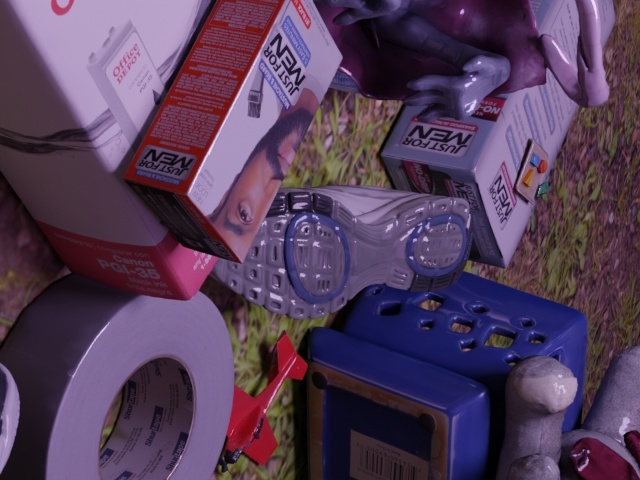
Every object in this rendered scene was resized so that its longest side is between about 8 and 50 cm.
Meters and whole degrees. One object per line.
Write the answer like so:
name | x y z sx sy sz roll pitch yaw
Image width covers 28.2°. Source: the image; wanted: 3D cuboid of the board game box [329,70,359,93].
board game box | 0.072 -0.219 1.220 0.194 0.060 0.194 -39 134 -49

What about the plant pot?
plant pot | 0.115 0.177 1.292 0.212 0.236 0.236 -28 127 -47

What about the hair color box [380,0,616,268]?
hair color box | 0.210 -0.178 1.428 0.374 0.114 0.185 -63 149 -25

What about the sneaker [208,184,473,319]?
sneaker | 0.000 0.000 1.140 0.297 0.129 0.111 1 103 -42

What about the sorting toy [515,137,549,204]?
sorting toy | 0.237 -0.071 1.390 0.083 0.012 0.062 28 78 -60

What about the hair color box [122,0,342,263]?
hair color box | -0.052 -0.082 0.819 0.167 0.053 0.093 -64 151 -19

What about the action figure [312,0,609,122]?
action figure | 0.077 -0.286 0.971 0.248 0.276 0.370 77 17 -47

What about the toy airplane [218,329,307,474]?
toy airplane | -0.054 0.150 1.180 0.151 0.028 0.151 -29 125 -52

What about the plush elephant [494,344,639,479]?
plush elephant | 0.295 0.278 1.168 0.272 0.255 0.330 12 99 -51

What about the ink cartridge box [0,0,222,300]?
ink cartridge box | -0.130 -0.128 0.839 0.207 0.117 0.283 -59 147 -28

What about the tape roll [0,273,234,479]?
tape roll | -0.155 0.132 0.950 0.219 0.072 0.219 -30 126 -52

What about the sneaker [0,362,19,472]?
sneaker | -0.275 0.108 0.693 0.268 0.101 0.153 -40 137 -44
